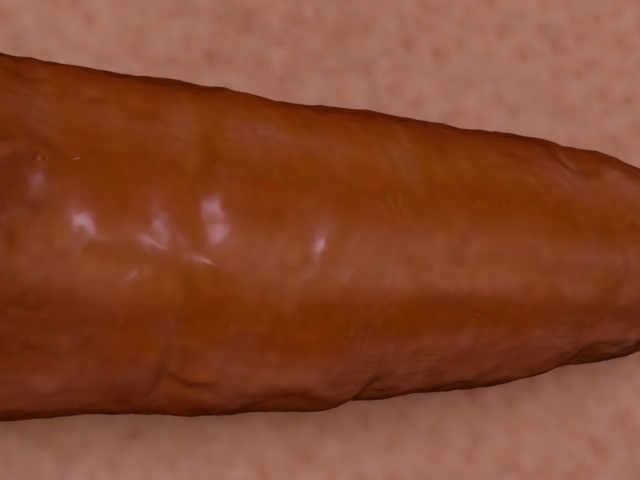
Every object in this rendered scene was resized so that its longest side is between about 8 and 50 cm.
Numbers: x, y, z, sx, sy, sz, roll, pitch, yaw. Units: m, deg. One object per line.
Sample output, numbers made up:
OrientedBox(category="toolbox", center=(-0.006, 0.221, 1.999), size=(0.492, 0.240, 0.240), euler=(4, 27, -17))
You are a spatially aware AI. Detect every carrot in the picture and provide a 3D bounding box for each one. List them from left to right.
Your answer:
OrientedBox(category="carrot", center=(0.000, 0.000, 0.379), size=(0.205, 0.072, 0.072), euler=(1, 76, -20))
